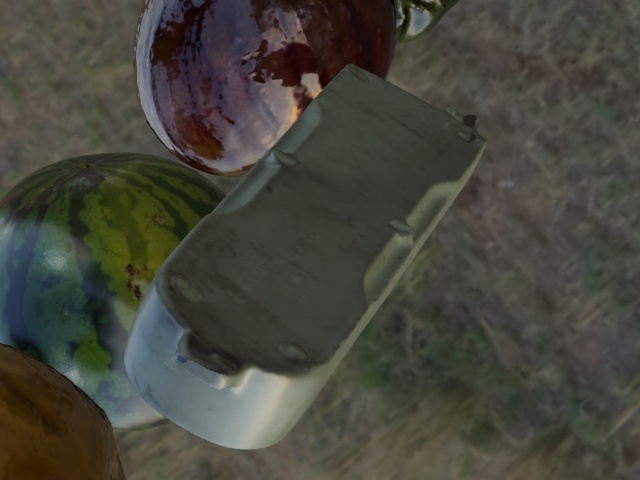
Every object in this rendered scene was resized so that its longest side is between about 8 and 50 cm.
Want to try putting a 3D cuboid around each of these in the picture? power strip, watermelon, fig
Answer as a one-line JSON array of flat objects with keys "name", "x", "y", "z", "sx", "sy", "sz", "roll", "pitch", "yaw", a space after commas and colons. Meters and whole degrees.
[{"name": "power strip", "x": 0.001, "y": -0.002, "z": 0.586, "sx": 0.080, "sy": 0.286, "sz": 0.048, "roll": 29, "pitch": 119, "yaw": 5}, {"name": "watermelon", "x": -0.199, "y": 0.050, "z": 1.405, "sx": 0.285, "sy": 0.285, "sz": 0.285, "roll": 39, "pitch": 151, "yaw": 26}, {"name": "fig", "x": -0.028, "y": -0.136, "z": 0.803, "sx": 0.148, "sy": 0.149, "sz": 0.202, "roll": 57, "pitch": 138, "yaw": 47}]

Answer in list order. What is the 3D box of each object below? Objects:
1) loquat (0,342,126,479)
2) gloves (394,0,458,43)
[{"name": "loquat", "x": -0.227, "y": 0.194, "z": 0.794, "sx": 0.276, "sy": 0.276, "sz": 0.284, "roll": 38, "pitch": 160, "yaw": 28}, {"name": "gloves", "x": 0.026, "y": -0.151, "z": 0.972, "sx": 0.268, "sy": 0.135, "sz": 0.107, "roll": -38, "pitch": 94, "yaw": 31}]
